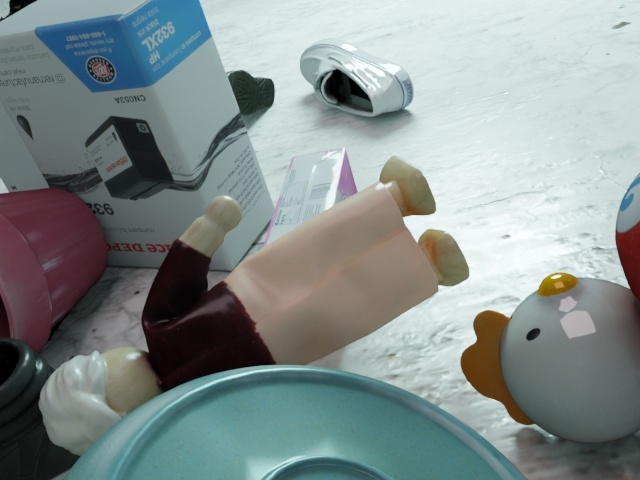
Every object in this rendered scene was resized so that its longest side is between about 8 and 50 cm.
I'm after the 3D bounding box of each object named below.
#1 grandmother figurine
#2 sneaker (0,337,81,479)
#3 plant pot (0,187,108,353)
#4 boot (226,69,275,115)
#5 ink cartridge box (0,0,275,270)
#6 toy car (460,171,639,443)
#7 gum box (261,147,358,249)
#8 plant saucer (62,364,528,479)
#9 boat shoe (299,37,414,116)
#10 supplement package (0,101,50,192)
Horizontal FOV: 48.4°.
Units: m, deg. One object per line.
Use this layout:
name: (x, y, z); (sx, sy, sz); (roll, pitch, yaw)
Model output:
grandmother figurine: (-0.053, 0.071, 0.565); (0.342, 0.207, 0.104); (-26, -7, -9)
sneaker: (-0.328, 0.179, 0.562); (0.296, 0.146, 0.104); (-29, 36, -17)
plant pot: (-0.342, 0.029, 0.779); (0.201, 0.201, 0.180); (0, 20, 26)
boot: (-0.201, -0.243, 1.183); (0.209, 0.076, 0.190); (7, 7, 19)
ink cartridge box: (-0.213, -0.121, 0.818); (0.223, 0.307, 0.129); (1, 38, 27)
toy car: (0.198, 0.054, 0.473); (0.238, 0.210, 0.219); (-17, 19, 25)
gum box: (0.000, 0.000, 0.717); (0.062, 0.107, 0.188); (-8, 33, 15)
plant saucer: (0.008, 0.168, 0.385); (0.318, 0.043, 0.317); (11, 29, -7)
boat shoe: (0.030, -0.251, 1.103); (0.084, 0.095, 0.258); (-28, 32, -25)
supplement package: (-0.389, -0.204, 1.056); (0.149, 0.194, 0.203); (-3, 36, 21)
